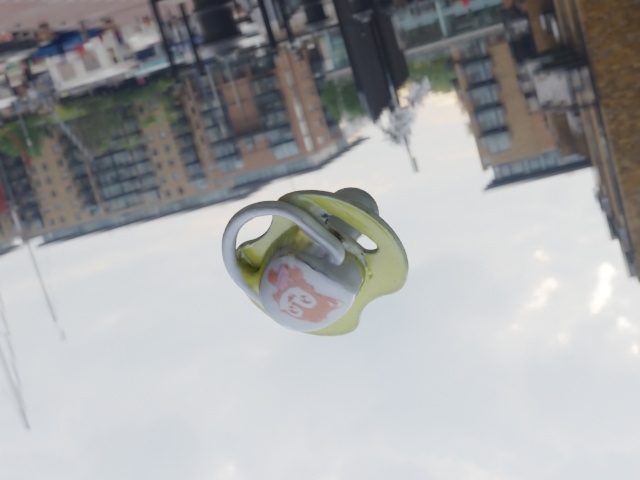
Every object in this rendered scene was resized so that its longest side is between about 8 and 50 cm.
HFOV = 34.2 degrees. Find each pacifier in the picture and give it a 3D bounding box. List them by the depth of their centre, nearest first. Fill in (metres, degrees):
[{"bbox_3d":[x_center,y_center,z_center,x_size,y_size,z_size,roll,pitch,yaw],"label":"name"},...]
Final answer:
[{"bbox_3d":[0.000,0.000,0.413,0.083,0.068,0.064,-48,-172,46],"label":"pacifier"}]
